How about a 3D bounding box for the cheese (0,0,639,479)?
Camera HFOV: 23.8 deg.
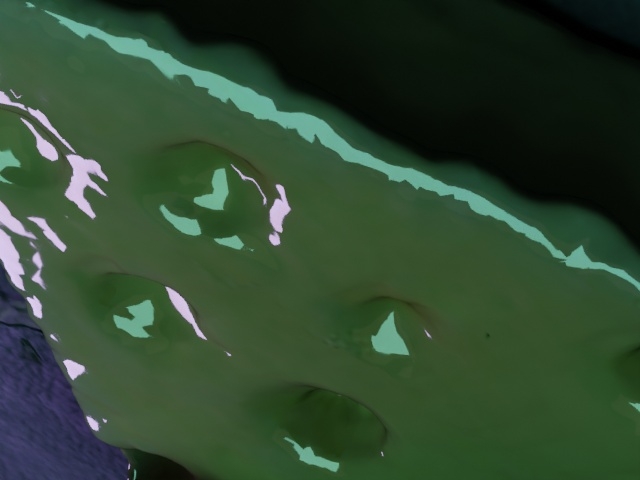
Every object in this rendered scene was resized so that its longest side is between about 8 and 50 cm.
[{"bbox_3d":[-0.001,0.000,0.591,0.384,0.104,0.384,15,144,11],"label":"cheese"}]
